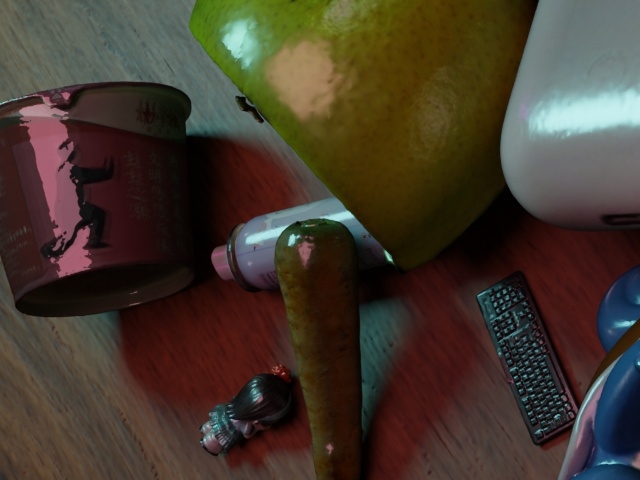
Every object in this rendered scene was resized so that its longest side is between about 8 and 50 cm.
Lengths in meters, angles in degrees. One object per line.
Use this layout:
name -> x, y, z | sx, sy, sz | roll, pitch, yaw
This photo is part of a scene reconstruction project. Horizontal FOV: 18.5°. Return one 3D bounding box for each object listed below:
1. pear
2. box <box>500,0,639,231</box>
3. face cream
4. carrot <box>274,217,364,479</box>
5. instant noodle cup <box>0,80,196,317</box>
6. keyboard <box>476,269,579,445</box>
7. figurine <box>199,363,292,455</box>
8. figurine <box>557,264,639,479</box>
pear -> 0.071, -0.194, 1.730 | 0.318, 0.238, 0.342 | -40, 43, 1
box -> 0.291, -0.173, 1.566 | 0.288, 0.141, 0.349 | -4, 61, 50
face cream -> 0.000, 0.000, 1.833 | 0.229, 0.075, 0.075 | -14, 67, 30
carrot -> 0.007, 0.129, 1.764 | 0.078, 0.078, 0.298 | -1, 96, 34
instant noodle cup -> -0.226, -0.034, 1.916 | 0.234, 0.234, 0.179 | -19, 74, 28
keyboard -> 0.181, 0.101, 1.716 | 0.053, 0.010, 0.155 | -34, 59, 23
figurine -> -0.070, 0.161, 1.850 | 0.106, 0.047, 0.060 | -36, 22, 28
figurine -> 0.286, 0.130, 1.459 | 0.243, 0.298, 0.416 | -11, 33, 28
